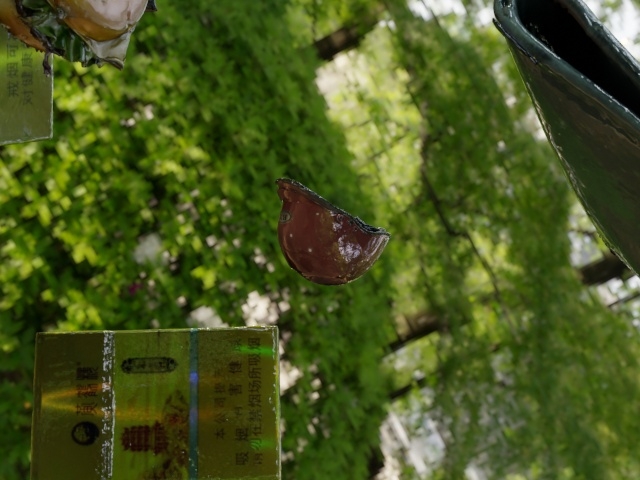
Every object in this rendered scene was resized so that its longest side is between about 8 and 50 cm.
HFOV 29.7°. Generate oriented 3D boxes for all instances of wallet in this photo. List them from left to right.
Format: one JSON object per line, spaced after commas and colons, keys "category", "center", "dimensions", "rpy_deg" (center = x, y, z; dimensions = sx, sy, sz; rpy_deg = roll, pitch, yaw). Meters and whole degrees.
{"category": "wallet", "center": [0.203, 0.011, 0.629], "dimensions": [0.290, 0.054, 0.251], "rpy_deg": [58, 6, 30]}

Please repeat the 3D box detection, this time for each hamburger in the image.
{"category": "hamburger", "center": [-0.211, -0.229, 0.997], "dimensions": [0.164, 0.093, 0.189], "rpy_deg": [61, 37, -37]}

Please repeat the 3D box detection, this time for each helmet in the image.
{"category": "helmet", "center": [-0.002, 0.000, 0.758], "dimensions": [0.084, 0.049, 0.065], "rpy_deg": [28, -6, -19]}

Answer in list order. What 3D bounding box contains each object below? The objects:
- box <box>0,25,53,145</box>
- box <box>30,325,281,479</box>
{"category": "box", "center": [-0.348, -0.156, 1.004], "dimensions": [0.311, 0.043, 0.172], "rpy_deg": [-17, 113, -55]}
{"category": "box", "center": [-0.128, 0.130, 0.949], "dimensions": [0.030, 0.193, 0.121], "rpy_deg": [83, 5, -76]}
